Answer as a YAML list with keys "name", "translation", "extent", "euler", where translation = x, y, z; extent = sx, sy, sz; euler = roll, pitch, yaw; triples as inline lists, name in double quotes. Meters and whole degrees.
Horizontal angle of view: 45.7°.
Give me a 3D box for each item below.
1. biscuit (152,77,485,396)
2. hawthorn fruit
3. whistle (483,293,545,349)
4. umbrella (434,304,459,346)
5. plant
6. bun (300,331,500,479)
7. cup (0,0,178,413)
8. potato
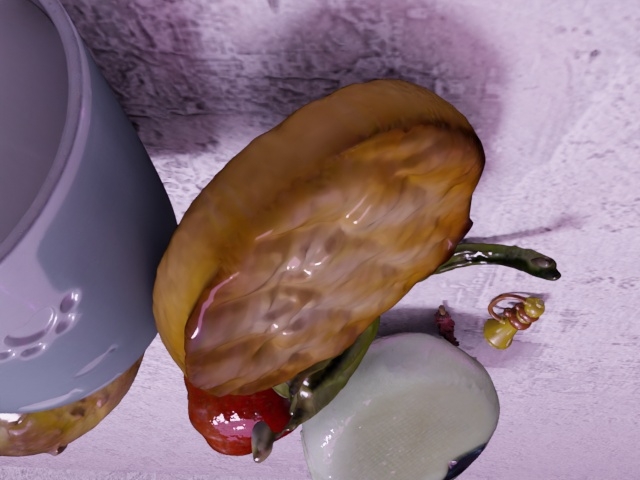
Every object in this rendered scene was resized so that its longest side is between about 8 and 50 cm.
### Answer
- name: "biscuit"
  translation: [0.000, 0.000, 0.601]
  extent: [0.296, 0.102, 0.296]
  euler: [-33, 154, -19]
- name: "hawthorn fruit"
  translation: [-0.099, 0.216, 1.128]
  extent: [0.202, 0.185, 0.185]
  euler: [-27, 145, 19]
- name: "whistle"
  translation: [0.250, 0.096, 0.992]
  extent: [0.046, 0.057, 0.109]
  euler: [-35, 163, -32]
- name: "umbrella"
  translation: [0.175, 0.122, 1.059]
  extent: [0.027, 0.025, 0.165]
  euler: [-23, 153, 4]
- name: "plant"
  translation: [0.060, 0.085, 0.847]
  extent: [0.333, 0.251, 0.180]
  euler: [-13, 116, -10]
- name: "bun"
  translation: [0.099, 0.234, 1.101]
  extent: [0.293, 0.187, 0.293]
  euler: [-9, 122, -15]
- name: "cup"
  translation: [-0.290, -0.004, 0.545]
  extent: [0.356, 0.260, 0.274]
  euler: [-10, 156, 2]
- name: "potato"
  translation: [-0.327, 0.136, 0.895]
  extent: [0.300, 0.237, 0.288]
  euler: [-19, 147, 39]
